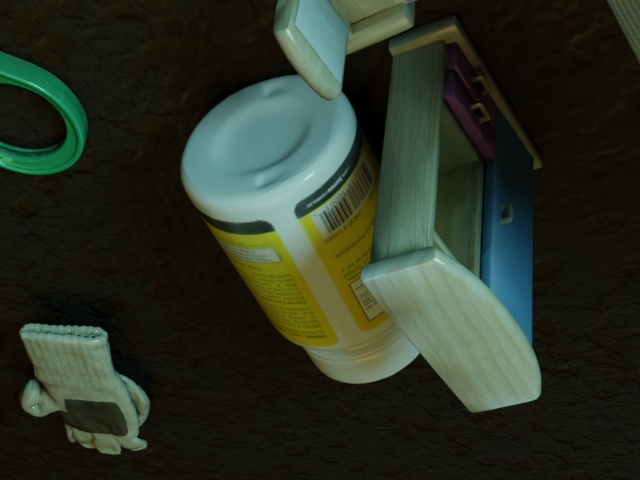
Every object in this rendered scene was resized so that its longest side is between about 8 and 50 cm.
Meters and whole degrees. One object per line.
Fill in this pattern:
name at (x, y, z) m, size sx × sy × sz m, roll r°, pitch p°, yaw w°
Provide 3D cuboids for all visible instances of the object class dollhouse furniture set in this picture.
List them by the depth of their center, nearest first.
dollhouse furniture set at (0.169, -0.081, 0.636) m, size 0.303 × 0.198 × 0.286 m, roll -18°, pitch 133°, yaw 26°

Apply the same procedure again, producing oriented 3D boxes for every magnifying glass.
magnifying glass at (-0.252, -0.121, 0.796) m, size 0.092 × 0.026 × 0.231 m, roll -26°, pitch 131°, yaw 34°

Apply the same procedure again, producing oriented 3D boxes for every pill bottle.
pill bottle at (0.000, 0.000, 0.818) m, size 0.119 × 0.119 × 0.208 m, roll -10°, pitch 136°, yaw 20°

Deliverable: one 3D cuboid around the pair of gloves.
pair of gloves at (-0.272, 0.125, 1.069) m, size 0.240 × 0.042 × 0.204 m, roll 1°, pitch 142°, yaw 12°
